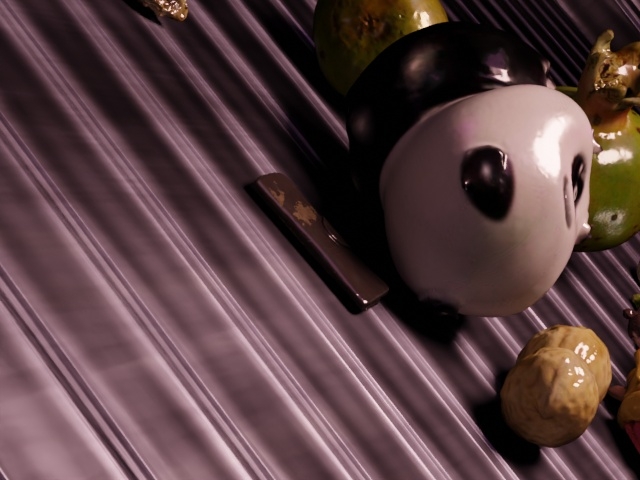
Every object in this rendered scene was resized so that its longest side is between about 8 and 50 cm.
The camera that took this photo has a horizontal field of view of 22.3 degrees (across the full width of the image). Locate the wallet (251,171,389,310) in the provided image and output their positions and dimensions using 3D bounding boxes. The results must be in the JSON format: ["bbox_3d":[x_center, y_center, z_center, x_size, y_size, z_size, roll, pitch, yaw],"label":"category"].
[{"bbox_3d":[0.000,0.000,1.489,0.156,0.018,0.082,49,19,8],"label":"wallet"}]

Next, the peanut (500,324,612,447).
[{"bbox_3d":[0.228,0.139,1.562,0.229,0.098,0.103,-35,120,-73],"label":"peanut"}]

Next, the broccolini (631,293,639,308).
[{"bbox_3d":[0.438,0.116,2.145,0.054,0.051,0.239,35,19,-7],"label":"broccolini"}]

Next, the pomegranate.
[{"bbox_3d":[0.344,-0.106,2.023,0.231,0.286,0.231,23,49,-29],"label":"pomegranate"}]

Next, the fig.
[{"bbox_3d":[0.073,-0.213,1.898,0.233,0.167,0.167,85,-21,-55],"label":"fig"}]

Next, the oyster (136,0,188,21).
[{"bbox_3d":[-0.189,-0.288,1.604,0.177,0.056,0.105,46,31,0],"label":"oyster"}]

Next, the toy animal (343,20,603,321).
[{"bbox_3d":[0.148,-0.062,1.622,0.251,0.251,0.310,38,20,-25],"label":"toy animal"}]

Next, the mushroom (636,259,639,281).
[{"bbox_3d":[0.502,0.051,2.367,0.084,0.067,0.083,36,18,-13],"label":"mushroom"}]

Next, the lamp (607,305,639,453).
[{"bbox_3d":[0.381,0.184,1.799,0.118,0.118,0.253,34,20,-33],"label":"lamp"}]
